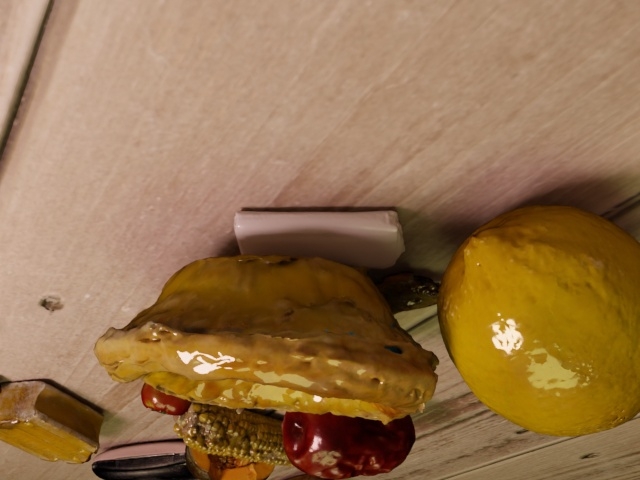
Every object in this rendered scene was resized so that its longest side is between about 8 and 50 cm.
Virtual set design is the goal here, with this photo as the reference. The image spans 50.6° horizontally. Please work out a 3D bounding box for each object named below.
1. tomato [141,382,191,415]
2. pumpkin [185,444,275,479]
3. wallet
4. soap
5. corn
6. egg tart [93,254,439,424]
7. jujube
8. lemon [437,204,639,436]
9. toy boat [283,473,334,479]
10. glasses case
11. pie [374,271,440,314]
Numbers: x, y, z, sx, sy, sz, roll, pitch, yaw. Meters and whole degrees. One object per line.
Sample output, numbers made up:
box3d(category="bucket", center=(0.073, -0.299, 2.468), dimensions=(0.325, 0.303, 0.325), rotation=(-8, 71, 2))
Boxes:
box3d(category="tomato", center=(-0.248, 0.246, 1.105), dimensions=(0.087, 0.075, 0.087), rotation=(11, 159, 4))
box3d(category="pumpkin", center=(-0.190, 0.430, 1.338), dimensions=(0.183, 0.119, 0.108), rotation=(22, 130, -22))
box3d(category="wallet", center=(0.000, 0.000, 0.756), dimensions=(0.190, 0.033, 0.095), rotation=(0, 149, 2))
box3d(category="soap", center=(-0.502, 0.344, 1.255), dimensions=(0.160, 0.080, 0.257), rotation=(-8, 146, 17))
box3d(category="corn", center=(-0.137, 0.359, 1.256), dimensions=(0.320, 0.097, 0.097), rotation=(27, 139, -36))
box3d(category="egg tart", center=(-0.051, 0.112, 0.766), dimensions=(0.387, 0.169, 0.388), rotation=(3, 164, 1))
box3d(category="jujube", center=(0.050, 0.327, 1.149), dimensions=(0.230, 0.155, 0.155), rotation=(16, 144, -23))
box3d(category="lemon", center=(0.242, 0.083, 0.700), dimensions=(0.263, 0.236, 0.236), rotation=(6, 152, -44))
box3d(category="toy boat", center=(-0.070, 0.645, 1.688), dimensions=(0.108, 0.099, 0.293), rotation=(29, 130, -36))
box3d(category="glasses case", center=(-0.347, 0.482, 1.463), dimensions=(0.314, 0.075, 0.122), rotation=(-12, 146, 19))
box3d(category="pie", center=(0.085, 0.074, 0.866), dimensions=(0.170, 0.034, 0.092), rotation=(-20, 143, 38))
